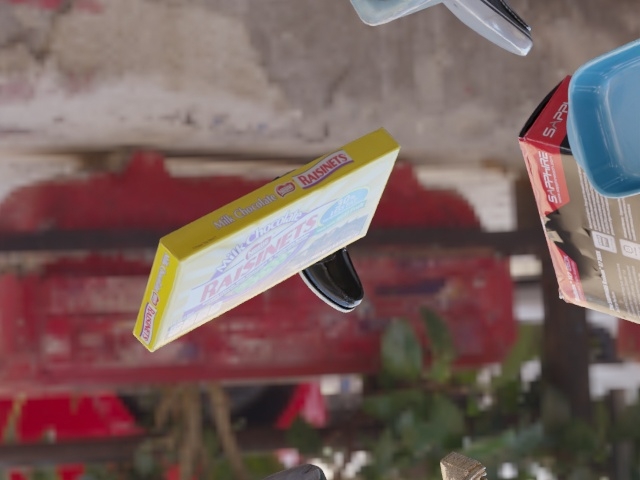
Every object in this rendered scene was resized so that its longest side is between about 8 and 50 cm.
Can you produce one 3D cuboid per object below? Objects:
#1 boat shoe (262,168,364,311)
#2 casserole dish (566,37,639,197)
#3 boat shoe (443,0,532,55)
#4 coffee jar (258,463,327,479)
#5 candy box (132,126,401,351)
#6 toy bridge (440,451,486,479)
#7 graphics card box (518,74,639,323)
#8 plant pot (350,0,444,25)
[{"bbox_3d":[-0.001,0.001,1.552,0.042,0.133,0.049,-28,-176,39],"label":"boat shoe"},{"bbox_3d":[0.260,-0.098,1.396,0.037,0.114,0.188,-12,176,-29],"label":"casserole dish"},{"bbox_3d":[0.140,-0.252,1.652,0.183,0.083,0.065,38,177,-14],"label":"boat shoe"},{"bbox_3d":[-0.009,0.330,1.876,0.096,0.184,0.079,-22,-158,5],"label":"coffee jar"},{"bbox_3d":[-0.036,-0.002,1.249,0.206,0.027,0.105,-29,152,-34],"label":"candy box"},{"bbox_3d":[0.058,0.213,1.322,0.188,0.026,0.063,-27,-151,-37],"label":"toy bridge"},{"bbox_3d":[0.368,0.001,1.554,0.371,0.094,0.233,18,146,33],"label":"graphics card box"},{"bbox_3d":[0.145,-0.286,0.997,0.252,0.248,0.247,-17,178,-45],"label":"plant pot"}]
